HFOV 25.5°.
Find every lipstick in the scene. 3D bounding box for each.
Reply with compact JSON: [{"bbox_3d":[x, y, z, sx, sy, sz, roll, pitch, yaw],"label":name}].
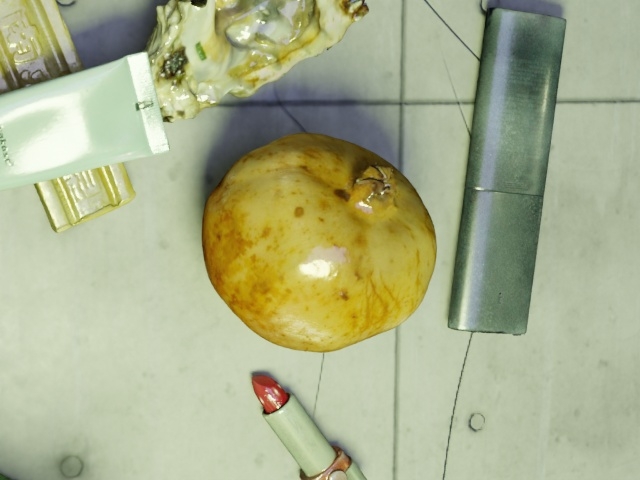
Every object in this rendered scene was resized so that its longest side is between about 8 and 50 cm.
[{"bbox_3d":[-0.020,0.224,1.595,0.063,0.057,0.186,-40,108,-14],"label":"lipstick"}]

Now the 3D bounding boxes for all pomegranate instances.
[{"bbox_3d":[0.000,0.000,1.473,0.248,0.248,0.248,-4,99,-23],"label":"pomegranate"}]

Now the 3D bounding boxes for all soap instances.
[{"bbox_3d":[-0.275,-0.135,1.438,0.092,0.037,0.252,-26,107,-17],"label":"soap"}]

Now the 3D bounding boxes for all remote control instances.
[{"bbox_3d":[0.219,-0.078,1.661,0.107,0.044,0.377,5,95,-20],"label":"remote control"}]

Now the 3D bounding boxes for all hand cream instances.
[{"bbox_3d":[-0.311,-0.093,1.384,0.321,0.067,0.109,-16,116,-11],"label":"hand cream"}]

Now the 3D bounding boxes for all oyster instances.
[{"bbox_3d":[-0.075,-0.262,1.482,0.354,0.107,0.201,-35,142,-22],"label":"oyster"}]

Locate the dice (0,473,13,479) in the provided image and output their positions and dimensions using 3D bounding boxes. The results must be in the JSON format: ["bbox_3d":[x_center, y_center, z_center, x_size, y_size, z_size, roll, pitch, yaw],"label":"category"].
[{"bbox_3d":[-0.349,0.397,1.330,0.322,0.318,0.330,31,84,-24],"label":"dice"}]
